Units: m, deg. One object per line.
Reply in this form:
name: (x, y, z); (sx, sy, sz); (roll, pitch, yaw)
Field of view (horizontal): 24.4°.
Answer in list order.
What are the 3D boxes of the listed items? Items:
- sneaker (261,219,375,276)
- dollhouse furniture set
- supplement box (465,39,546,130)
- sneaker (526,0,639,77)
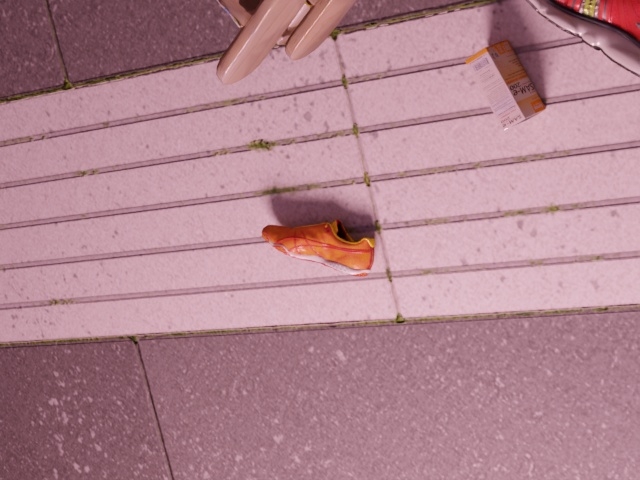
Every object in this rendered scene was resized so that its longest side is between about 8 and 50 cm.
sneaker: (0.000, 0.000, 2.024); (0.175, 0.064, 0.067); (14, 94, 26)
dollhouse furniture set: (-0.117, -0.357, 1.758); (0.362, 0.394, 0.256); (49, 127, 11)
supplement box: (0.223, -0.188, 1.786); (0.036, 0.062, 0.098); (-30, 88, 37)
sneaker: (0.327, -0.278, 1.677); (0.279, 0.107, 0.118); (36, 105, 17)
